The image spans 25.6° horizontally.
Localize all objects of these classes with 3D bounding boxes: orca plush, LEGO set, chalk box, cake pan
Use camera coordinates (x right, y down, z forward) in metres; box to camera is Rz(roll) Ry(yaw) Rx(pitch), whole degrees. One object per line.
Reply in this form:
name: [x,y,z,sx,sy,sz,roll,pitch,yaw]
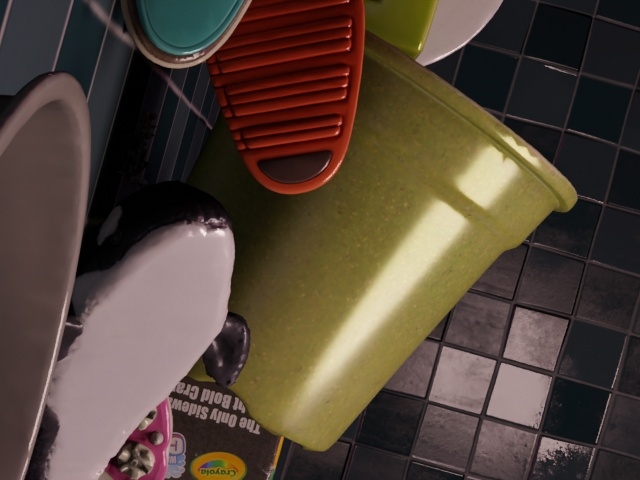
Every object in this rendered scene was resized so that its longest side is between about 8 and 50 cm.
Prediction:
orca plush: [-0.130,0.061,0.856,0.287,0.151,0.102,103,-30,-43]
LEGO set: [-0.140,-0.067,1.060,0.083,0.023,0.054,-122,-132,-71]
chalk box: [-0.116,0.140,1.201,0.179,0.180,0.289,111,-4,-82]
cake pan: [-0.149,0.076,0.492,0.293,0.054,0.293,-164,-90,-89]

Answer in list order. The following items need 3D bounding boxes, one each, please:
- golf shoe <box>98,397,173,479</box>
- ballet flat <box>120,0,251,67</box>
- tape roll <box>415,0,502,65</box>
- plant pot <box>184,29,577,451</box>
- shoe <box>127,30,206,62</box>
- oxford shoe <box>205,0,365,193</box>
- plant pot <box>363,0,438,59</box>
golf shoe: [-0.165,0.202,1.045,0.140,0.115,0.306,-92,-163,-71]
ballet flat: [-0.066,-0.214,0.797,0.086,0.086,0.248,114,-10,-84]
tape roll: [0.059,-0.313,1.433,0.100,0.286,0.286,-77,-177,-82]
plant pot: [0.000,0.000,1.009,0.254,0.276,0.276,-56,-179,-1]
shoe: [-0.093,-0.174,0.986,0.219,0.058,0.077,-88,170,-69]
oxford shoe: [-0.024,-0.156,0.871,0.098,0.096,0.271,78,6,-79]
plant pot: [0.019,-0.295,1.268,0.227,0.207,0.228,-96,-159,-86]
